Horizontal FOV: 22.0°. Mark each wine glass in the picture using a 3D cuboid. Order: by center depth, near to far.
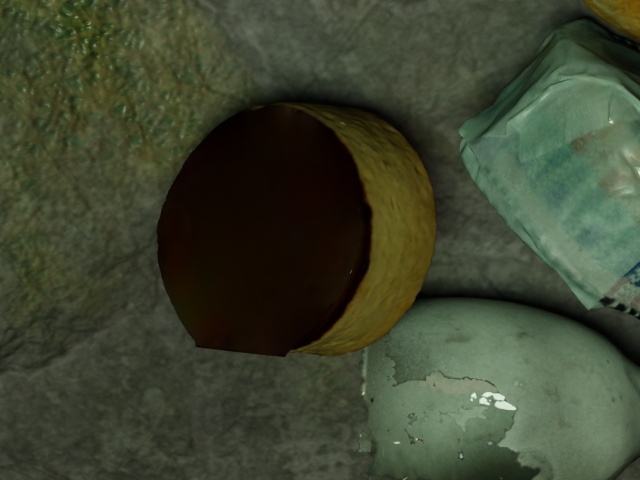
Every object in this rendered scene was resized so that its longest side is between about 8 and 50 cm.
[{"bbox_3d":[0.195,0.138,1.329,0.357,0.190,0.190,0,124,-7],"label":"wine glass"}]

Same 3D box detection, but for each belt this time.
[{"bbox_3d":[0.230,-0.048,1.189,0.257,0.207,0.150,19,122,-34],"label":"belt"}]

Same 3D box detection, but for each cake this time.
[{"bbox_3d":[0.000,0.000,1.245,0.207,0.185,0.178,-57,148,9],"label":"cake"}]

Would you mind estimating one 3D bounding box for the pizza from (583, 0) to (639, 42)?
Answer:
[{"bbox_3d":[0.249,-0.240,1.145,0.194,0.069,0.154,-41,116,15],"label":"pizza"}]
